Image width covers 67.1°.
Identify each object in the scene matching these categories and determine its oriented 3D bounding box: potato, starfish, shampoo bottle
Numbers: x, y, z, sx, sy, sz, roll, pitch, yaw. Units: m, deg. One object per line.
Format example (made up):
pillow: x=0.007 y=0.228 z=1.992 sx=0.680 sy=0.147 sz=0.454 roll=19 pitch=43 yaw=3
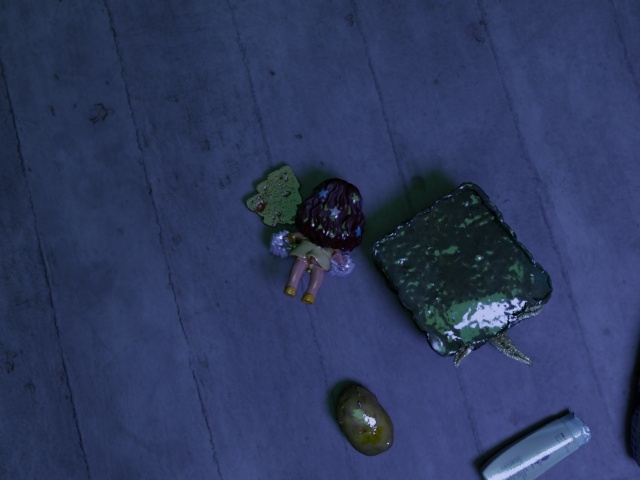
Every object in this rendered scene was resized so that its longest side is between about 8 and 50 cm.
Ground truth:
potato: x=0.083 y=0.339 z=0.904 sx=0.091 sy=0.070 sz=0.138 roll=-33 pitch=85 yaw=0
starfish: x=0.329 y=0.169 z=0.911 sx=0.208 sy=0.053 sz=0.176 roll=-37 pitch=67 yaw=-1
shampoo bottle: x=0.400 y=0.398 z=0.899 sx=0.212 sy=0.049 sz=0.072 roll=-31 pitch=81 yaw=-1

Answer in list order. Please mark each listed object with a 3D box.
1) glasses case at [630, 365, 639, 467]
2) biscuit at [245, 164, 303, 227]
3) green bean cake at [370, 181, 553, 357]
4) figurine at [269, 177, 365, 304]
glasses case: x=0.630 y=0.262 z=0.863 sx=0.076 sy=0.125 sz=0.327 roll=13 pitch=86 yaw=4
biscuit: x=-0.082 y=-0.089 z=0.968 sx=0.119 sy=0.019 sz=0.130 roll=20 pitch=88 yaw=1
green bean cake: x=0.248 y=0.057 z=0.870 sx=0.241 sy=0.132 sz=0.255 roll=-35 pitch=73 yaw=0
figurine: x=0.001 y=-0.002 z=0.902 sx=0.174 sy=0.116 sz=0.240 roll=24 pitch=84 yaw=-7
